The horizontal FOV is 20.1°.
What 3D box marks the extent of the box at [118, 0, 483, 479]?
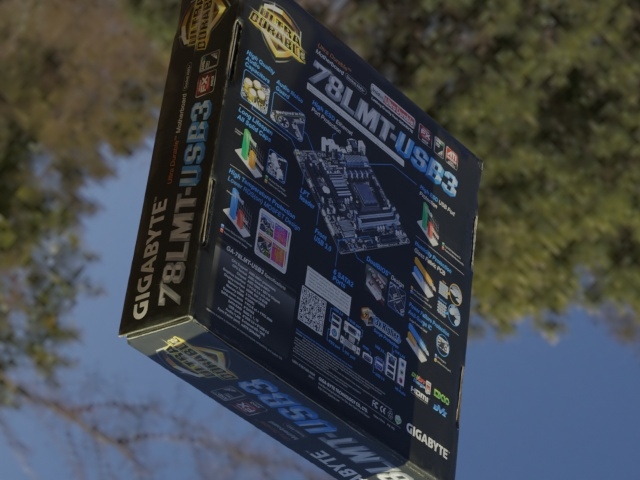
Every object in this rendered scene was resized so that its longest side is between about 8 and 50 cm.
[{"bbox_3d":[0.000,0.000,1.286,0.073,0.295,0.293,-19,-129,34],"label":"box"}]
